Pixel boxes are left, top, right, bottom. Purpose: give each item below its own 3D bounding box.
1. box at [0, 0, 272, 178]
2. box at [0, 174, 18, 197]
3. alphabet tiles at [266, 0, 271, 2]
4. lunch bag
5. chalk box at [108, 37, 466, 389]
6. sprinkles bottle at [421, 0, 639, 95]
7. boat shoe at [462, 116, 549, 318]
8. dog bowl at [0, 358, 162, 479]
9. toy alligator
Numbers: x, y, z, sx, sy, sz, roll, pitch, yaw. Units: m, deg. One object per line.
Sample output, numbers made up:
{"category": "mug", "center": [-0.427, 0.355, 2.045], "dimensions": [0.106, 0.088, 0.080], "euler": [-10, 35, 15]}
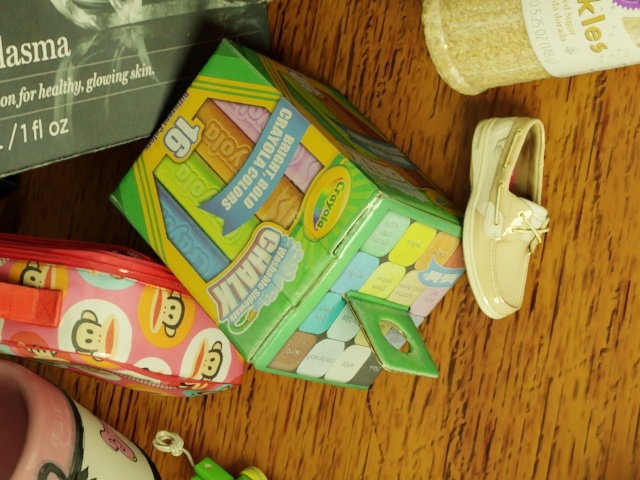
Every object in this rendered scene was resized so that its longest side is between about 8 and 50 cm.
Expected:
{"category": "box", "center": [-0.301, -0.307, 1.179], "dimensions": [0.297, 0.480, 0.472], "euler": [2, 105, 33]}
{"category": "box", "center": [-0.453, -0.073, 1.515], "dimensions": [0.207, 0.153, 0.108], "euler": [-29, 64, 25]}
{"category": "alphabet tiles", "center": [-0.092, -0.394, 1.340], "dimensions": [0.285, 0.011, 0.343], "euler": [-14, 99, 31]}
{"category": "lunch bag", "center": [-0.233, 0.062, 1.268], "dimensions": [0.293, 0.258, 0.120], "euler": [6, 82, 35]}
{"category": "chalk box", "center": [0.000, 0.000, 1.176], "dimensions": [0.289, 0.180, 0.179], "euler": [45, 105, 32]}
{"category": "sprinkles bottle", "center": [0.256, -0.195, 1.085], "dimensions": [0.355, 0.121, 0.121], "euler": [-7, 75, 33]}
{"category": "boat shoe", "center": [0.155, -0.022, 1.146], "dimensions": [0.059, 0.063, 0.170], "euler": [-9, 73, 38]}
{"category": "dog bowl", "center": [-0.347, 0.271, 1.234], "dimensions": [0.408, 0.150, 0.408], "euler": [-23, 31, 14]}
{"category": "toy alligator", "center": [-0.079, 0.230, 1.253], "dimensions": [0.189, 0.056, 0.051], "euler": [27, 135, 35]}
